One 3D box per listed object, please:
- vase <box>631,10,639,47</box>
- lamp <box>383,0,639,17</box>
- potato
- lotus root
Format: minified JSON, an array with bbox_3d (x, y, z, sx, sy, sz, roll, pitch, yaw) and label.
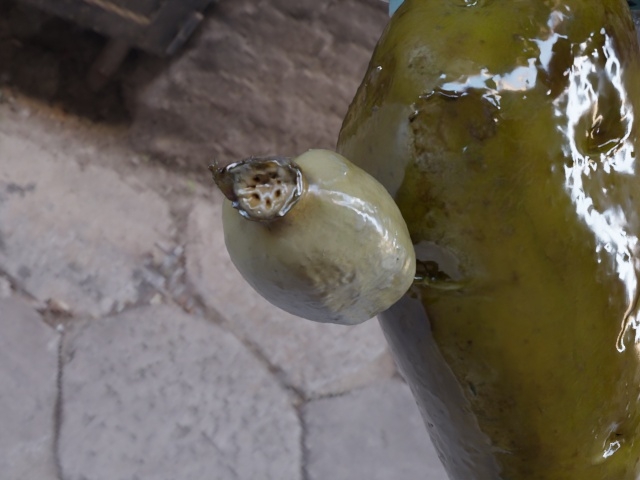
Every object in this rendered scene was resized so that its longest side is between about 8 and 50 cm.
[{"bbox_3d":[0.230,-0.141,0.941,0.053,0.101,0.053,15,24,-7],"label":"vase"},{"bbox_3d":[0.157,-0.187,0.726,0.209,0.284,0.147,5,68,-65],"label":"lamp"},{"bbox_3d":[0.114,0.027,0.681,0.195,0.176,0.369,-104,178,-70],"label":"potato"},{"bbox_3d":[0.000,0.000,0.529,0.150,0.073,0.062,43,46,-61],"label":"lotus root"}]
